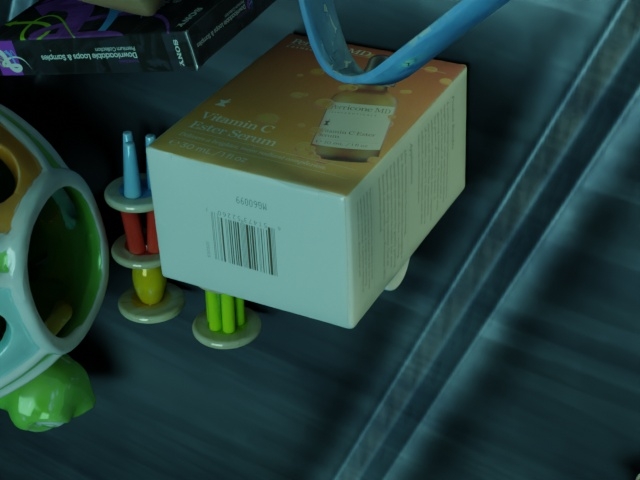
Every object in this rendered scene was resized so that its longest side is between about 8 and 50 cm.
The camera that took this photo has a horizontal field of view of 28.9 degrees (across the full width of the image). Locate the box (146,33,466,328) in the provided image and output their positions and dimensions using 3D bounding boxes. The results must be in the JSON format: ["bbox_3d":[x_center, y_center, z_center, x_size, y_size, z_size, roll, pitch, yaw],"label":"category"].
[{"bbox_3d":[-0.002,-0.043,0.748,0.130,0.170,0.091,14,127,23],"label":"box"}]

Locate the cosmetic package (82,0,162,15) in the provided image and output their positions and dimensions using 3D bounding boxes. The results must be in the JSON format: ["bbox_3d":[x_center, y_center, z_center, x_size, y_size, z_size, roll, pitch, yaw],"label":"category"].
[{"bbox_3d":[-0.172,-0.255,0.639,0.153,0.129,0.296,19,165,22],"label":"cosmetic package"}]

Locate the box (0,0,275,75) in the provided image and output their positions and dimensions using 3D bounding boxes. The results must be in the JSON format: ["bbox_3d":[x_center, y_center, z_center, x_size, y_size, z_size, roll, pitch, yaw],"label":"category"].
[{"bbox_3d":[-0.117,-0.143,0.789,0.162,0.116,0.029,4,125,28],"label":"box"}]

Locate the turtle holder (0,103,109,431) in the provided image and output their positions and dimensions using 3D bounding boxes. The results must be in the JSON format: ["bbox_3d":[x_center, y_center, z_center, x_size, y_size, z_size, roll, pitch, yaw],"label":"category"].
[{"bbox_3d":[-0.284,0.037,0.925,0.227,0.243,0.320,5,112,16],"label":"turtle holder"}]

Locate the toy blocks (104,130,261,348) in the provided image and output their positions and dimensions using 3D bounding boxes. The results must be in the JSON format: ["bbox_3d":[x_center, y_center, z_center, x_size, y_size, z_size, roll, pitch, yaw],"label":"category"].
[{"bbox_3d":[-0.101,-0.003,0.913,0.123,0.054,0.148,15,126,23],"label":"toy blocks"}]

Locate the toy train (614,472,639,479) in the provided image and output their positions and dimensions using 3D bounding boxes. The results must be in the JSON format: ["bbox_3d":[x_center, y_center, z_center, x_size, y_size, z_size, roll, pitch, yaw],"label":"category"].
[{"bbox_3d":[0.261,0.197,0.835,0.166,0.046,0.125,-23,107,43],"label":"toy train"}]

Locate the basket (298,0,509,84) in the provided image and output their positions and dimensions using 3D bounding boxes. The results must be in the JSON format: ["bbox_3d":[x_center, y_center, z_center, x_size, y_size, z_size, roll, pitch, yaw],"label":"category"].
[{"bbox_3d":[0.054,-0.243,0.541,0.255,0.201,0.289,-26,73,41],"label":"basket"}]

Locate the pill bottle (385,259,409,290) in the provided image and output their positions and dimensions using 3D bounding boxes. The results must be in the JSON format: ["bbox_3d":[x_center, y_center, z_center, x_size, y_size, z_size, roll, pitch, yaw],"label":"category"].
[{"bbox_3d":[0.000,0.000,0.847,0.116,0.065,0.065,11,125,24],"label":"pill bottle"}]
